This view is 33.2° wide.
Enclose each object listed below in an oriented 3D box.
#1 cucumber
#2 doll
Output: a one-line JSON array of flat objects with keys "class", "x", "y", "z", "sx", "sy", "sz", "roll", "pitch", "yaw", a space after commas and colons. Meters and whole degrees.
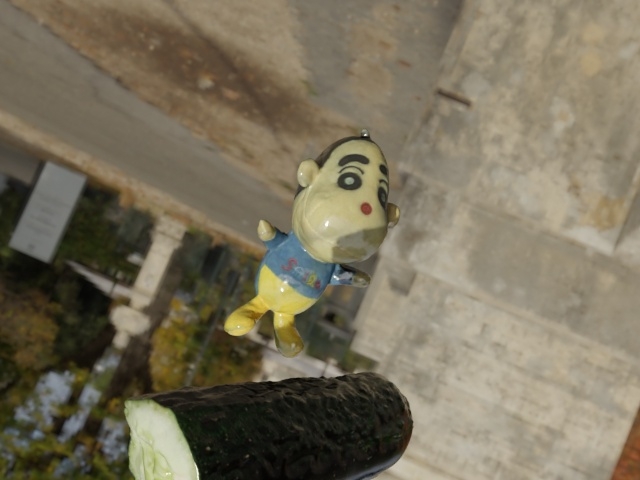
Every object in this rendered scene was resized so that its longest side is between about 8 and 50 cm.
[{"class": "cucumber", "x": -0.014, "y": 0.108, "z": 0.567, "sx": 0.074, "sy": 0.074, "sz": 0.241, "roll": 20, "pitch": -172, "yaw": 31}, {"class": "doll", "x": 0.000, "y": 0.000, "z": 0.792, "sx": 0.102, "sy": 0.179, "sz": 0.089, "roll": 25, "pitch": 175, "yaw": -26}]
